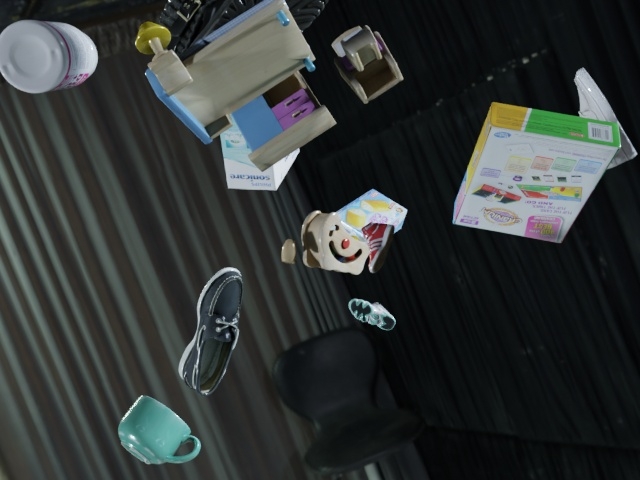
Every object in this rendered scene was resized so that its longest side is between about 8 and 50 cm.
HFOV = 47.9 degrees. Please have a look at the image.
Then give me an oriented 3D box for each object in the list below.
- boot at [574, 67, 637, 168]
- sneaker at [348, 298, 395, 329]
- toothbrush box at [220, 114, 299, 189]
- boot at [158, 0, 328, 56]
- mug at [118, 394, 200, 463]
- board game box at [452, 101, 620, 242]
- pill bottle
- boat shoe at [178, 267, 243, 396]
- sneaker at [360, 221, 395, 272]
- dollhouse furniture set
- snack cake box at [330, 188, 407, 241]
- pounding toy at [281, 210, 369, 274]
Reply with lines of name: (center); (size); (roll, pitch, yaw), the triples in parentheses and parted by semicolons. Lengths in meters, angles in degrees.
boot: (0.657, -0.284, 1.766); (0.123, 0.258, 0.095); (-30, 9, 25)
sneaker: (0.091, 0.131, 1.359); (0.038, 0.098, 0.069); (-56, 15, 8)
toothbrush box: (-0.143, -0.294, 1.678); (0.126, 0.295, 0.216); (3, 33, 14)
boot: (-0.148, -0.415, 1.266); (0.348, 0.131, 0.260); (-40, 38, 12)
mug: (-0.335, 0.394, 1.457); (0.158, 0.129, 0.097); (6, 49, 43)
board game box: (0.419, -0.126, 1.452); (0.242, 0.064, 0.316); (11, -34, 2)
pill bottle: (-0.638, -0.439, 1.720); (0.161, 0.160, 0.283); (-21, 14, 6)
boat shoe: (-0.234, 0.212, 1.657); (0.114, 0.302, 0.091); (5, 20, -38)
sneaker: (0.109, 0.012, 1.538); (0.067, 0.042, 0.118); (14, 63, 22)
dollhouse furniture set: (-0.082, -0.285, 0.990); (0.286, 0.198, 0.303); (-33, -24, 7)
snack cake box: (0.159, -0.063, 2.439); (0.264, 0.152, 0.089); (-34, -31, -48)
pounding toy: (0.000, 0.000, 1.964); (0.155, 0.154, 0.270); (8, -3, 44)
